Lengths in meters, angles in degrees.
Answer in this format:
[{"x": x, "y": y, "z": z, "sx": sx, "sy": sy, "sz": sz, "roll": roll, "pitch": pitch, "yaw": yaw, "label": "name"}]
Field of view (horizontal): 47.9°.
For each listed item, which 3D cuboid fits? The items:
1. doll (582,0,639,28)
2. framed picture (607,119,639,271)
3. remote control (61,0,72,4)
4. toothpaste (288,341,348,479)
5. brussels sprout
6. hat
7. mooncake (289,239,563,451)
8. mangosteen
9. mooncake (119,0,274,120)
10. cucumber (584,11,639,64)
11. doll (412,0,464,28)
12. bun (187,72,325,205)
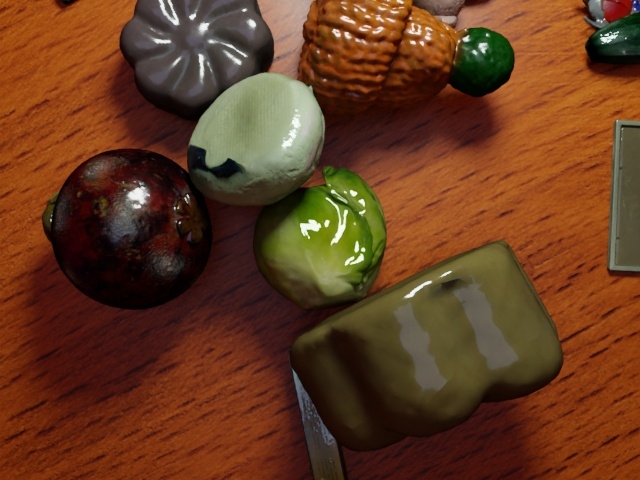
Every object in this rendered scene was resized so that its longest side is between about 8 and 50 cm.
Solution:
[{"x": 0.625, "y": -0.487, "z": 1.515, "sx": 0.195, "sy": 0.062, "sz": 0.104, "roll": 17, "pitch": 108, "yaw": -9, "label": "doll"}, {"x": 0.733, "y": -0.090, "z": 1.529, "sx": 0.241, "sy": 0.020, "sz": 0.324, "roll": 2, "pitch": 89, "yaw": -2, "label": "framed picture"}, {"x": -0.455, "y": -0.563, "z": 1.496, "sx": 0.212, "sy": 0.028, "sz": 0.059, "roll": -31, "pitch": 89, "yaw": -2, "label": "remote control"}, {"x": -0.006, "y": 0.360, "z": 1.464, "sx": 0.071, "sy": 0.089, "sz": 0.312, "roll": -12, "pitch": 90, "yaw": 5, "label": "toothpaste"}, {"x": 0.002, "y": -0.001, "z": 1.411, "sx": 0.259, "sy": 0.227, "sz": 0.294, "roll": -10, "pitch": 65, "yaw": 5, "label": "brussels sprout"}, {"x": 0.160, "y": -0.367, "z": 1.418, "sx": 0.400, "sy": 0.285, "sz": 0.285, "roll": 11, "pitch": 88, "yaw": -17, "label": "hat"}, {"x": 0.188, "y": 0.193, "z": 1.286, "sx": 0.467, "sy": 0.467, "sz": 0.262, "roll": -23, "pitch": 83, "yaw": -2, "label": "mooncake"}, {"x": -0.378, "y": -0.015, "z": 1.373, "sx": 0.360, "sy": 0.306, "sz": 0.306, "roll": -12, "pitch": 89, "yaw": 30, "label": "mangosteen"}, {"x": -0.243, "y": -0.394, "z": 1.441, "sx": 0.306, "sy": 0.154, "sz": 0.306, "roll": 0, "pitch": 92, "yaw": -2, "label": "mooncake"}, {"x": 0.675, "y": -0.413, "z": 1.493, "sx": 0.244, "sy": 0.063, "sz": 0.115, "roll": -13, "pitch": 119, "yaw": 1, "label": "cucumber"}, {"x": 0.278, "y": -0.585, "z": 1.462, "sx": 0.201, "sy": 0.156, "sz": 0.303, "roll": 41, "pitch": 84, "yaw": 0, "label": "doll"}, {"x": -0.105, "y": -0.166, "z": 1.339, "sx": 0.283, "sy": 0.179, "sz": 0.283, "roll": -18, "pitch": 50, "yaw": 22, "label": "bun"}]
